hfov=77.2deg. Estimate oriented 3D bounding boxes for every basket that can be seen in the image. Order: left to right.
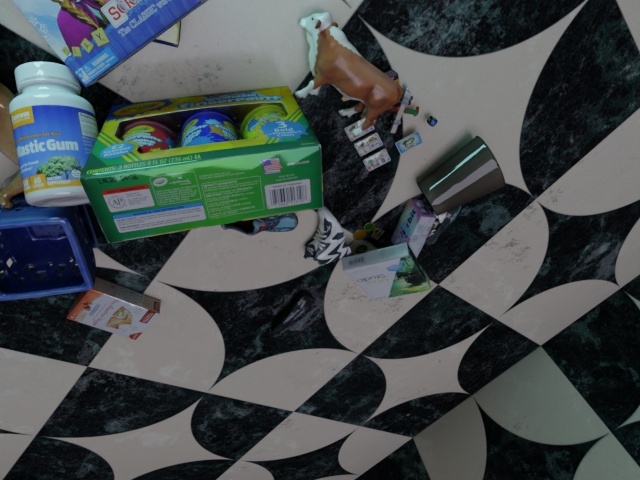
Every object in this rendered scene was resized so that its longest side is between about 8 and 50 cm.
[{"bbox_3d":[0.442,-0.191,1.287,0.227,0.154,0.204,-31,129,13],"label":"basket"}]

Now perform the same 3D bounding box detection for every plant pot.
[{"bbox_3d":[-0.716,-0.009,1.028,0.236,0.212,0.236,-6,128,-13],"label":"plant pot"}]

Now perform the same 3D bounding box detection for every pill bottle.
[{"bbox_3d":[-0.547,-0.215,0.836,0.152,0.152,0.272,-11,91,-9],"label":"pill bottle"}]

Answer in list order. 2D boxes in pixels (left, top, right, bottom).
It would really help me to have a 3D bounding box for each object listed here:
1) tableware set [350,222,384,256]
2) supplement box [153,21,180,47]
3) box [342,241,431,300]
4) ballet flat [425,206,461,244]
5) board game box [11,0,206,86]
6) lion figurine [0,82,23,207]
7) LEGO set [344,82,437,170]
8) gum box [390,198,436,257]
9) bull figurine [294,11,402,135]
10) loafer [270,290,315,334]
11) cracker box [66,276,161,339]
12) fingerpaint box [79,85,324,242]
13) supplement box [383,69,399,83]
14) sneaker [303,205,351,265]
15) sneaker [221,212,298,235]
[{"bbox_3d":[0.153,0.004,1.430,0.104,0.024,0.154,28,116,-32],"label":"tableware set"},{"bbox_3d":[-0.330,-0.474,0.862,0.056,0.083,0.083,5,126,-20],"label":"supplement box"},{"bbox_3d":[0.245,0.122,1.438,0.232,0.058,0.322,-15,149,22],"label":"box"},{"bbox_3d":[0.419,-0.067,1.428,0.074,0.074,0.203,13,125,-26],"label":"ballet flat"},{"bbox_3d":[-0.434,-0.512,0.741,0.319,0.066,0.318,-26,120,17],"label":"board game box"},{"bbox_3d":[-0.688,-0.238,0.906,0.240,0.142,0.392,-38,124,-3],"label":"lion figurine"},{"bbox_3d":[0.212,-0.333,1.180,0.244,0.060,0.182,-26,134,16],"label":"LEGO set"},{"bbox_3d":[0.320,-0.042,1.390,0.062,0.107,0.188,3,126,-20],"label":"gum box"},{"bbox_3d":[0.054,-0.409,1.002,0.310,0.101,0.188,32,131,-17],"label":"bull figurine"},{"bbox_3d":[-0.107,0.287,1.540,0.078,0.076,0.223,34,108,-27],"label":"loafer"},{"bbox_3d":[-0.675,0.228,1.323,0.232,0.067,0.156,32,114,-35],"label":"cracker box"},{"bbox_3d":[-0.250,-0.201,0.915,0.445,0.371,0.163,-10,129,-9],"label":"fingerpaint box"},{"bbox_3d":[0.169,-0.418,1.087,0.083,0.043,0.055,-21,129,-1],"label":"supplement box"},{"bbox_3d":[0.000,0.000,1.333,0.153,0.094,0.235,-31,140,-3],"label":"sneaker"},{"bbox_3d":[-0.189,-0.050,1.214,0.262,0.125,0.104,7,126,-22],"label":"sneaker"}]
